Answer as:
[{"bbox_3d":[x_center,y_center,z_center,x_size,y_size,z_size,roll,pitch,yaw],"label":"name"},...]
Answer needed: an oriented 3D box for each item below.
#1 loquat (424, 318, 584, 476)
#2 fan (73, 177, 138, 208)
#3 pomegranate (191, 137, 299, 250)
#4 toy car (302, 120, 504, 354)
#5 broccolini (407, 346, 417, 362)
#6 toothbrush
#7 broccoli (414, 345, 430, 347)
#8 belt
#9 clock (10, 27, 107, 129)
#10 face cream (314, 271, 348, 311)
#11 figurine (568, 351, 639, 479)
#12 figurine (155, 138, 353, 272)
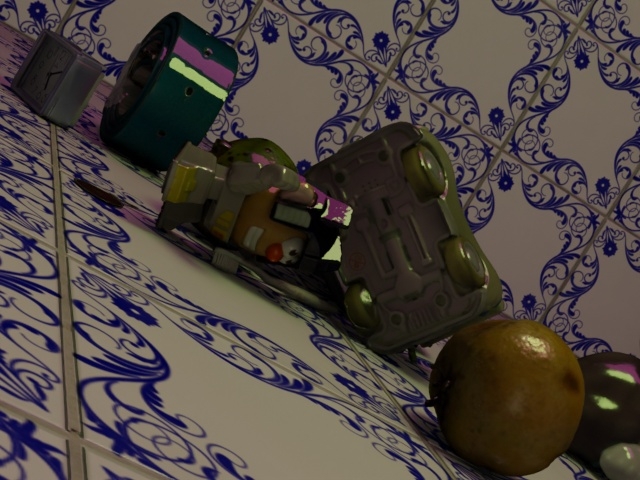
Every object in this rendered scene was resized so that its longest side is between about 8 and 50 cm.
[{"bbox_3d":[0.233,0.191,1.472,0.213,0.213,0.213,31,5,-3],"label":"loquat"},{"bbox_3d":[-0.318,-0.066,1.737,0.085,0.005,0.133,34,7,35],"label":"fan"},{"bbox_3d":[-0.119,-0.068,1.932,0.198,0.198,0.246,34,-3,27],"label":"pomegranate"},{"bbox_3d":[0.144,-0.001,1.876,0.226,0.242,0.336,2,63,-64],"label":"toy car"},{"bbox_3d":[0.120,0.148,1.996,0.054,0.052,0.194,23,10,-34],"label":"broccolini"},{"bbox_3d":[-0.066,0.072,1.800,0.025,0.030,0.307,4,-17,41],"label":"toothbrush"},{"bbox_3d":[0.175,0.108,2.110,0.156,0.196,0.195,-7,-8,19],"label":"broccoli"},{"bbox_3d":[-0.318,-0.305,2.351,0.173,0.300,0.436,32,2,-17],"label":"belt"},{"bbox_3d":[-0.502,-0.312,2.198,0.073,0.145,0.193,27,7,-41],"label":"clock"},{"bbox_3d":[0.000,0.000,2.145,0.420,0.137,0.235,-124,-169,-79],"label":"face cream"},{"bbox_3d":[0.469,0.310,2.082,0.218,0.206,0.365,53,-22,-4],"label":"figurine"},{"bbox_3d":[-0.095,-0.046,1.712,0.308,0.143,0.308,15,-9,2],"label":"figurine"}]
